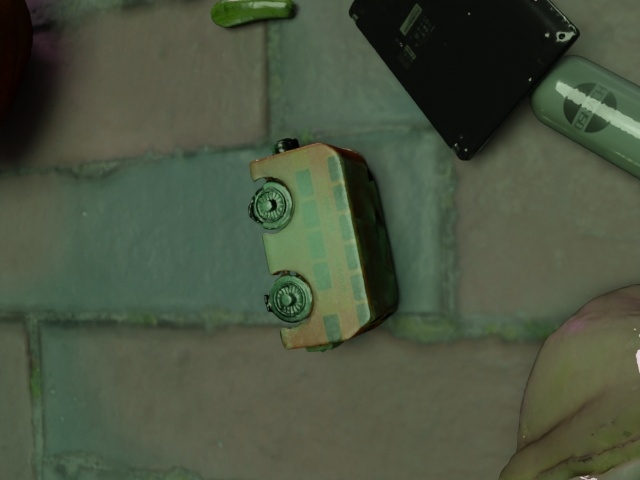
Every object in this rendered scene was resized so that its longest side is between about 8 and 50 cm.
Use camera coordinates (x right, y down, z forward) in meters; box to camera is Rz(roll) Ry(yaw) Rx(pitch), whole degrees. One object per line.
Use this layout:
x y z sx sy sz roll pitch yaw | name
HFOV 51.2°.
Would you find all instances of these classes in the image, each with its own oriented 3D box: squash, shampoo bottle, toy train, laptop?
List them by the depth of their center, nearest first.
0.196 -0.094 0.478 0.195 0.056 0.056 36 106 22 | shampoo bottle
0.098 -0.167 0.513 0.180 0.016 0.129 57 135 22 | laptop
0.000 0.000 0.568 0.099 0.072 0.188 -12 86 27 | toy train
-0.064 -0.216 0.622 0.089 0.027 0.027 0 91 25 | squash

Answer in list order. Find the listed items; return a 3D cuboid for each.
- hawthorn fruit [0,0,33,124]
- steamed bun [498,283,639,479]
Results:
-0.432 -0.203 0.692 0.258 0.258 0.261 26 131 24 | hawthorn fruit
0.244 0.182 0.379 0.275 0.206 0.320 -46 76 18 | steamed bun
